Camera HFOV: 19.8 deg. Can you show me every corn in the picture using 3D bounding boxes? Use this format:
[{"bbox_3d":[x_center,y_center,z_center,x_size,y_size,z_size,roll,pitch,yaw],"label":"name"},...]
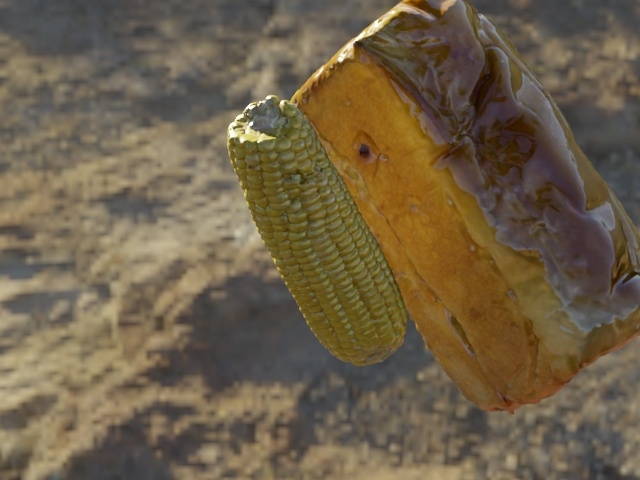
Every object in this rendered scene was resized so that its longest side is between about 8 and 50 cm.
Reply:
[{"bbox_3d":[0.000,0.000,1.157,0.067,0.206,0.067,-18,36,13],"label":"corn"}]

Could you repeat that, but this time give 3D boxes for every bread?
[{"bbox_3d":[0.111,-0.029,1.299,0.294,0.167,0.132,53,43,1],"label":"bread"}]
